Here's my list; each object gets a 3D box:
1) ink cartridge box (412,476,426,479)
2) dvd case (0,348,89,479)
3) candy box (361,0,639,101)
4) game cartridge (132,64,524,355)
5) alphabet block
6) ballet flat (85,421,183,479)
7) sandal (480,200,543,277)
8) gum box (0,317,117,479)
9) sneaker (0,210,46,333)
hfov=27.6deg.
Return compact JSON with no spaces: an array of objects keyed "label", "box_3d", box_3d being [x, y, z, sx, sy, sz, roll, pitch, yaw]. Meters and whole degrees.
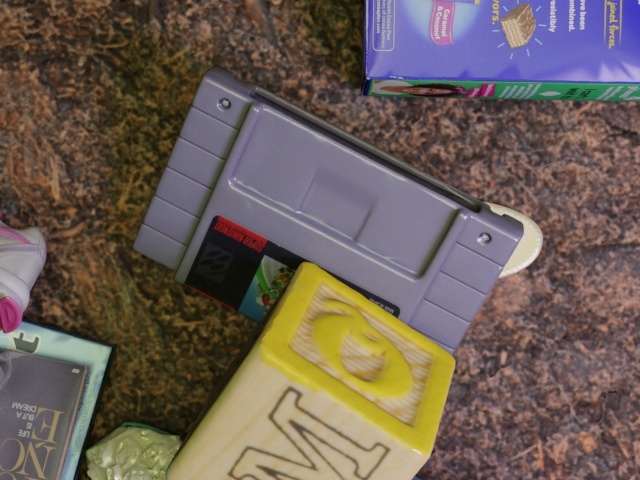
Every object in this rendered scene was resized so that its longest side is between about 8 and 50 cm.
[{"label":"ink cartridge box","box_3d":[0.207,0.420,1.284,0.395,0.151,0.270,25,90,-35]},{"label":"dvd case","box_3d":[-0.344,0.220,1.334,0.164,0.018,0.221,11,76,6]},{"label":"candy box","box_3d":[0.203,-0.285,1.354,0.317,0.122,0.268,1,89,1]},{"label":"game cartridge","box_3d":[0.000,0.000,1.340,0.355,0.068,0.230,27,114,1]},{"label":"alphabet block","box_3d":[-0.007,0.176,1.287,0.193,0.192,0.197,33,119,-4]},{"label":"ballet flat","box_3d":[-0.078,0.336,1.333,0.409,0.147,0.147,33,90,0]},{"label":"sandal","box_3d":[0.121,-0.009,1.374,0.240,0.079,0.088,11,90,0]},{"label":"gum box","box_3d":[-0.330,0.162,1.397,0.184,0.041,0.157,16,89,0]},{"label":"sneaker","box_3d":[-0.394,0.002,1.375,0.252,0.103,0.111,24,52,13]}]
